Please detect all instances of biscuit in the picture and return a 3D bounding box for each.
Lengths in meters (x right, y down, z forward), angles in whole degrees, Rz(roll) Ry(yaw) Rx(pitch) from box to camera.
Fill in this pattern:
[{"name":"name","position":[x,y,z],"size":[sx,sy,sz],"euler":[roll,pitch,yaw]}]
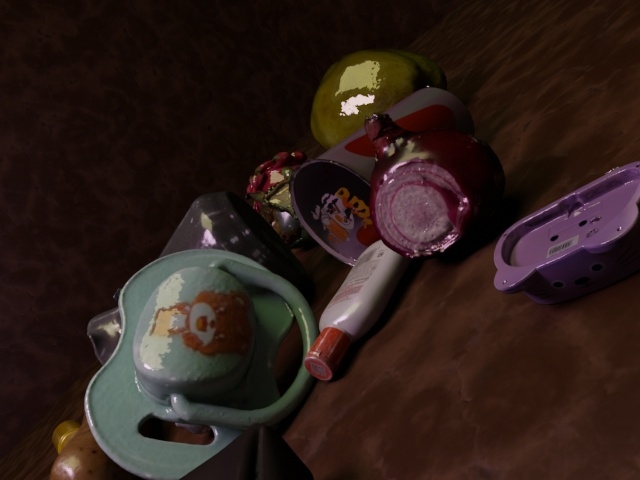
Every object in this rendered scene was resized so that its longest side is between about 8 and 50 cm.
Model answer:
[{"name":"biscuit","position":[0.038,-0.069,1.156],"size":[0.187,0.036,0.273],"euler":[-39,44,-12]}]

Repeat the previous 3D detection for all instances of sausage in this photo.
[{"name":"sausage","position":[-0.365,0.337,1.147],"size":[0.136,0.123,0.501],"euler":[-11,8,-10]}]

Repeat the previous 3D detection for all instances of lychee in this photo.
[{"name":"lychee","position":[-0.048,-0.061,1.411],"size":[0.171,0.171,0.171],"euler":[-42,13,12]}]

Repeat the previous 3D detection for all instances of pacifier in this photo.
[{"name":"pacifier","position":[-0.151,0.178,0.890],"size":[0.269,0.289,0.343],"euler":[99,-179,-52]}]

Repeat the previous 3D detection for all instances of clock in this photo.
[{"name":"clock","position":[0.223,0.005,0.558],"size":[0.153,0.050,0.110],"euler":[-34,16,40]}]

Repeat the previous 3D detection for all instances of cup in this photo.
[{"name":"cup","position":[0.116,-0.116,1.022],"size":[0.288,0.203,0.203],"euler":[-45,11,-34]}]

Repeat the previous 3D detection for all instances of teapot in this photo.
[{"name":"teapot","position":[-0.209,0.105,1.174],"size":[0.344,0.253,0.300],"euler":[-41,-32,6]}]

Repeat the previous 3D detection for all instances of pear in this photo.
[{"name":"pear","position":[0.121,-0.293,1.414],"size":[0.321,0.269,0.269],"euler":[-8,36,48]}]

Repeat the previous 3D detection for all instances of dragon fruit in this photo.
[{"name":"dragon fruit","position":[-0.067,-0.135,1.611],"size":[0.273,0.219,0.198],"euler":[-33,43,41]}]

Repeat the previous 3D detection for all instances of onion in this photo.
[{"name":"onion","position":[0.133,-0.083,0.815],"size":[0.173,0.198,0.135],"euler":[-35,-8,30]}]

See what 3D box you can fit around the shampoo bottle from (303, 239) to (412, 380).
[{"name":"shampoo bottle","position":[0.047,0.085,0.848],"size":[0.108,0.051,0.220],"euler":[-28,21,48]}]

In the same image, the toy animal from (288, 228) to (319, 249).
[{"name":"toy animal","position":[-0.009,-0.002,1.229],"size":[0.253,0.079,0.070],"euler":[-35,2,28]}]

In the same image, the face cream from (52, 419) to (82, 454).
[{"name":"face cream","position":[-0.549,0.454,1.455],"size":[0.078,0.078,0.273],"euler":[-50,13,-24]}]

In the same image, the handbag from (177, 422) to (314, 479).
[{"name":"handbag","position":[-0.124,0.311,0.519],"size":[0.285,0.113,0.257],"euler":[-35,20,8]}]
